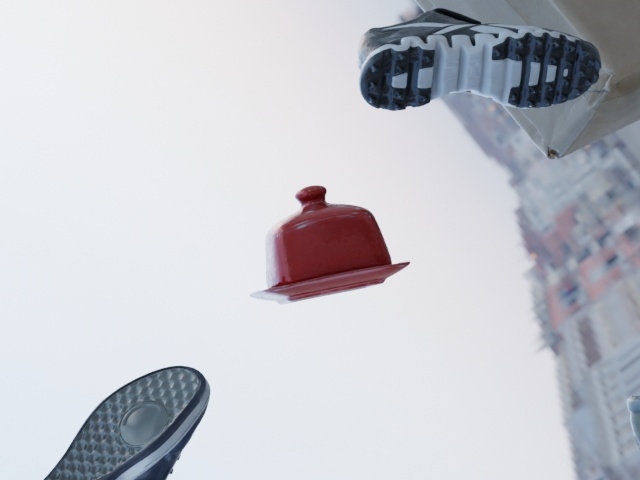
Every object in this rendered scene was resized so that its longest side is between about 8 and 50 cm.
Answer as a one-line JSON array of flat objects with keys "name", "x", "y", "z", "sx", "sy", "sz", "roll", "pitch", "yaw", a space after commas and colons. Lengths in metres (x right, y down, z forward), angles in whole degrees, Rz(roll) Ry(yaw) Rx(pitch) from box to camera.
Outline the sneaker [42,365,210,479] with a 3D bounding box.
[{"name": "sneaker", "x": -0.157, "y": 0.226, "z": 1.292, "sx": 0.086, "sy": 0.226, "sz": 0.163, "roll": 34, "pitch": 166, "yaw": 42}]

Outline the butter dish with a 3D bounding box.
[{"name": "butter dish", "x": 0.000, "y": 0.000, "z": 1.565, "sx": 0.160, "sy": 0.160, "sz": 0.118, "roll": 149, "pitch": 111, "yaw": -81}]

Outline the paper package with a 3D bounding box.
[{"name": "paper package", "x": 0.325, "y": -0.296, "z": 1.810, "sx": 0.325, "sy": 0.168, "sz": 0.309, "roll": -25, "pitch": -111, "yaw": -36}]

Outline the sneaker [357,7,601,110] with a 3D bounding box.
[{"name": "sneaker", "x": 0.139, "y": -0.173, "z": 1.352, "sx": 0.106, "sy": 0.234, "sz": 0.078, "roll": -112, "pitch": 22, "yaw": -54}]

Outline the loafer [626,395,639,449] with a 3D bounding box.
[{"name": "loafer", "x": 0.497, "y": 0.267, "z": 2.014, "sx": 0.251, "sy": 0.094, "sz": 0.087, "roll": 16, "pitch": -106, "yaw": -42}]
